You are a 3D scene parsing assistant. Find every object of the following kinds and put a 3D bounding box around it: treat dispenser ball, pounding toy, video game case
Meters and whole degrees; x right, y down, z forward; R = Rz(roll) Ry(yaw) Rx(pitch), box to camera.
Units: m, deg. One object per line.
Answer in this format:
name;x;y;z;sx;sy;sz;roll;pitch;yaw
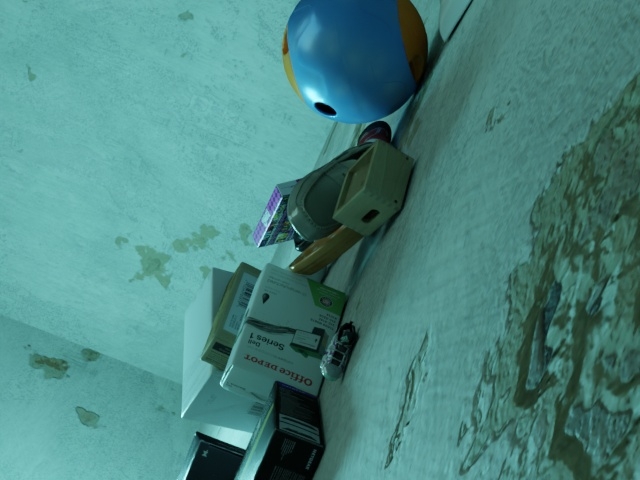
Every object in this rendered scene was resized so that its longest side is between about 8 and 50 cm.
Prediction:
treat dispenser ball;0.067;-0.374;2.061;0.288;0.288;0.288;-158;90;-84
pounding toy;0.094;-0.080;1.751;0.141;0.100;0.130;-43;24;51
video game case;-0.033;-0.076;2.420;0.042;0.210;0.232;63;152;21

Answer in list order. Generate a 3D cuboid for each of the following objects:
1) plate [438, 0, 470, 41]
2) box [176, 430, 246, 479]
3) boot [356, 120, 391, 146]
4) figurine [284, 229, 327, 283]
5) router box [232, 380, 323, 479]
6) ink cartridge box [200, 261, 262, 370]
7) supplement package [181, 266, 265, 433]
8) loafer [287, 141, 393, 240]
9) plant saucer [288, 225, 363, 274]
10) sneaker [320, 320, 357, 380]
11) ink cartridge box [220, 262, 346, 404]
plate;0.286;-0.540;1.882;0.277;0.045;0.278;119;172;-54
box;-0.175;0.432;1.919;0.207;0.153;0.108;142;150;-80
boot;0.070;-0.123;2.120;0.244;0.088;0.176;-56;9;23
figurine;0.000;0.000;2.316;0.209;0.092;0.215;-56;14;47
router box;-0.093;0.400;1.626;0.243;0.081;0.309;-104;36;-80
ink cartridge box;-0.121;0.181;2.158;0.088;0.193;0.234;-57;12;40
supplement package;-0.187;0.236;2.266;0.177;0.175;0.293;-55;28;40
loafer;0.040;-0.100;1.860;0.111;0.112;0.319;-32;11;35
plant saucer;0.031;0.000;1.877;0.200;0.037;0.200;-38;5;4
sneaker;0.031;0.162;1.596;0.098;0.038;0.069;-74;8;-47
ink cartridge box;-0.062;0.173;1.818;0.092;0.160;0.219;120;170;-53
